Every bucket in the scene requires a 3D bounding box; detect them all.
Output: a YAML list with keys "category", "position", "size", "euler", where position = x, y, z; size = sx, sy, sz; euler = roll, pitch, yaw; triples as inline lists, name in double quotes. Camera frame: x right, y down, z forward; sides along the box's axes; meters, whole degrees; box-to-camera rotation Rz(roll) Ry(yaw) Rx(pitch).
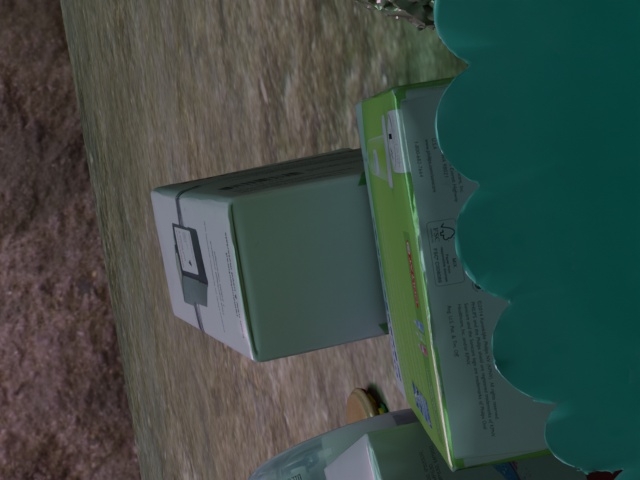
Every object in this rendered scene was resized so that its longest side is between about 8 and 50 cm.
- category: "bucket"
  position: [0.180, -0.041, 0.620]
  size: [0.281, 0.183, 0.281]
  euler: [170, 90, -74]

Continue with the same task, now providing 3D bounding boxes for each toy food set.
- category: "toy food set"
  position: [0.047, 0.185, 1.468]
  size: [0.082, 0.020, 0.083]
  euler: [-134, 37, -61]

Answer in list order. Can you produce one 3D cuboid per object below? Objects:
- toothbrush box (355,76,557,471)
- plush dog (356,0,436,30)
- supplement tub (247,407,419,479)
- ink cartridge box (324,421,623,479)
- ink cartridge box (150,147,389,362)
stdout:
- category: "toothbrush box"
  position: [0.101, 0.004, 0.908]
  size: [0.283, 0.122, 0.206]
  euler: [-146, 47, -85]
- category: "plush dog"
  position: [0.031, -0.211, 0.880]
  size: [0.225, 0.262, 0.211]
  euler: [52, 131, 28]
- category: "supplement tub"
  position: [0.078, 0.312, 1.120]
  size: [0.207, 0.207, 0.338]
  euler: [115, 142, -62]
- category: "ink cartridge box"
  position: [0.109, 0.182, 0.993]
  size: [0.128, 0.176, 0.127]
  euler: [123, 134, -66]
- category: "ink cartridge box"
  position: [0.000, 0.000, 1.190]
  size: [0.289, 0.211, 0.122]
  euler: [-167, 66, -73]
